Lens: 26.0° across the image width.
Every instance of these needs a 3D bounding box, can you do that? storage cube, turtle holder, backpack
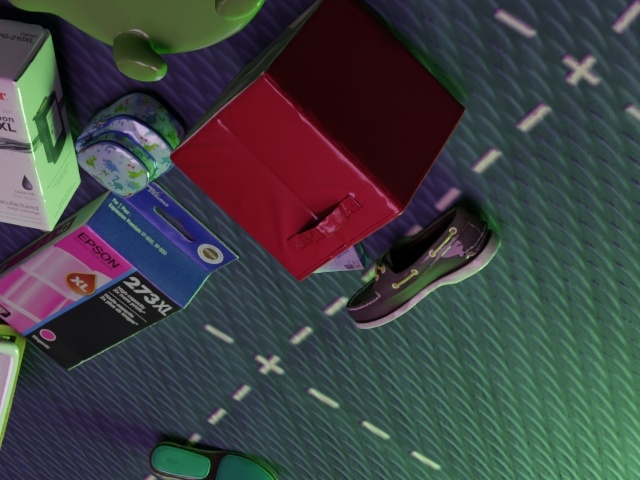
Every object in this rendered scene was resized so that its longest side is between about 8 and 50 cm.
[{"bbox_3d":[-0.002,-0.112,1.432,0.193,0.215,0.184,43,136,-12],"label":"storage cube"},{"bbox_3d":[-0.156,-0.293,1.295,0.243,0.227,0.320,32,139,-10],"label":"turtle holder"},{"bbox_3d":[-0.221,-0.109,1.624,0.114,0.084,0.105,-28,120,39],"label":"backpack"}]

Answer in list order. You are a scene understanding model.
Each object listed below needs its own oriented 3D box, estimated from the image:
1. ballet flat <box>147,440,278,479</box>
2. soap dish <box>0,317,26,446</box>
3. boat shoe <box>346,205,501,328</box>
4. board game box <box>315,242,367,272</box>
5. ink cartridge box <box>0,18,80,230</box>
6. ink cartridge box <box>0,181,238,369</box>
[{"bbox_3d":[-0.158,0.353,2.103,0.213,0.072,0.068,14,165,12],"label":"ballet flat"},{"bbox_3d":[-0.583,0.194,1.965,0.291,0.118,0.229,8,114,-23],"label":"soap dish"},{"bbox_3d":[0.107,0.030,1.627,0.069,0.081,0.228,44,128,-17],"label":"boat shoe"},{"bbox_3d":[0.000,0.000,1.684,0.090,0.020,0.090,-5,132,29],"label":"board game box"},{"bbox_3d":[-0.391,-0.139,1.617,0.172,0.100,0.237,11,137,12],"label":"ink cartridge box"},{"bbox_3d":[-0.291,0.049,1.842,0.176,0.069,0.371,43,133,-20],"label":"ink cartridge box"}]
